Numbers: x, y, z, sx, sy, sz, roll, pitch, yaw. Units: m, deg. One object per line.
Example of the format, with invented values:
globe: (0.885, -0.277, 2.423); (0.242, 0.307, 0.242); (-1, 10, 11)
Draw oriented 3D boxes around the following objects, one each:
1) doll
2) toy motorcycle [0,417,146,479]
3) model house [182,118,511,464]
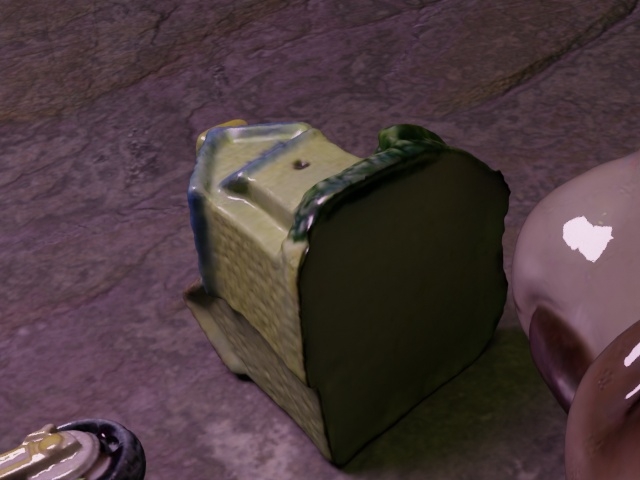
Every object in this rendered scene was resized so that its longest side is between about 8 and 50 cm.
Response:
doll: (0.216, 0.065, 0.548); (0.215, 0.226, 0.370); (-21, 17, 14)
toy motorcycle: (-0.256, 0.212, 0.628); (0.341, 0.107, 0.223); (-21, 29, -4)
model house: (0.000, 0.000, 0.773); (0.195, 0.214, 0.189); (-37, 44, -29)
